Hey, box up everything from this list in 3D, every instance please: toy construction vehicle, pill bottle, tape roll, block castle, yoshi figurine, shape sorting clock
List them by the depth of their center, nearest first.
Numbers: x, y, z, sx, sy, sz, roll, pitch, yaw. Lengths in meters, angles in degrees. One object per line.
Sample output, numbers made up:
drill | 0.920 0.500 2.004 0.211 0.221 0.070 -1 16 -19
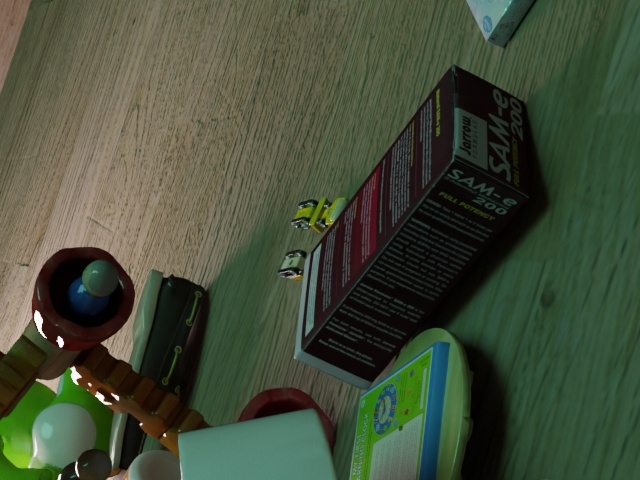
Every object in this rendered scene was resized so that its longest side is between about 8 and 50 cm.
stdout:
tape roll | -0.024 0.259 1.053 0.286 0.100 0.286 171 90 -86
shape sorting clock | 0.066 0.166 1.175 0.206 0.040 0.206 -54 25 40
block castle | -0.218 0.245 1.256 0.453 0.303 0.213 -56 5 -33
toy construction vehicle | 0.000 0.000 1.474 0.098 0.035 0.086 -16 47 59
pill bottle | -0.182 0.290 1.573 0.152 0.086 0.086 -57 26 29
yoshi figurine | -0.340 0.298 1.790 0.203 0.203 0.362 123 163 -52

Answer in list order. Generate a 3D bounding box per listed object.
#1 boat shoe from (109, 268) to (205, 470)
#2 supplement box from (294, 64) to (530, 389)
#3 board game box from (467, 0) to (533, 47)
boat shoe | -0.178 0.144 1.701 0.081 0.069 0.227 135 148 -67
supplement box | 0.070 -0.007 1.246 0.239 0.073 0.130 -53 19 36
board game box | 0.158 -0.221 1.304 0.090 0.020 0.090 -57 27 28
